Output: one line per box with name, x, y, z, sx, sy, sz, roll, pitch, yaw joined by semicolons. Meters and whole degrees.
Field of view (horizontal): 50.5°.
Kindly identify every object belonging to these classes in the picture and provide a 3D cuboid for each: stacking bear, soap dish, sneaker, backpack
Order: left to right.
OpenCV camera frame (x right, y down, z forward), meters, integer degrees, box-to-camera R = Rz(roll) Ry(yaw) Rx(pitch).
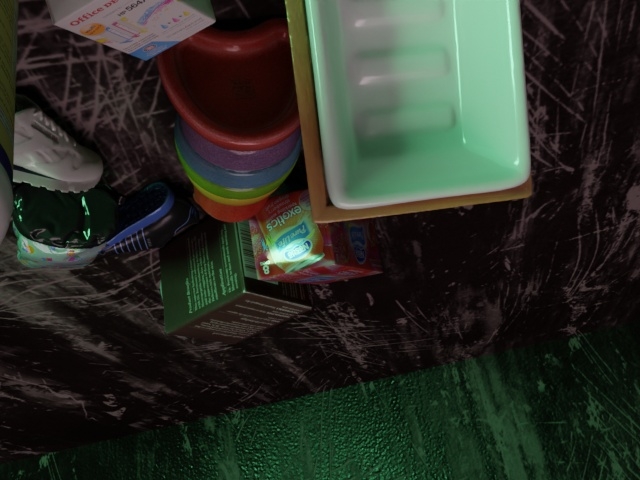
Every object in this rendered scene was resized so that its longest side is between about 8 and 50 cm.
sneaker;-0.350;-0.122;0.825;0.235;0.090;0.095;8;109;-62
backpack;-0.371;-0.020;0.961;0.152;0.115;0.182;12;166;-25
sneaker;-0.300;-0.010;1.074;0.232;0.081;0.090;-23;145;22
stacking bear;-0.106;-0.118;0.853;0.175;0.164;0.289;-6;159;-13
soap dish;0.083;-0.175;0.678;0.229;0.291;0.118;-8;-172;-9

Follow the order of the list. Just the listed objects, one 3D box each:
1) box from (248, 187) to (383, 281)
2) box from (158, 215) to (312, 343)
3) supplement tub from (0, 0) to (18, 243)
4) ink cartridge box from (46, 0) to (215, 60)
box;0.000;0.000;1.087;0.128;0.123;0.257;-12;171;19
box;-0.151;0.065;1.186;0.203;0.168;0.167;-28;150;33
supplement tub;-0.343;-0.149;0.478;0.241;0.331;0.241;-9;154;-4
ink cartridge box;-0.178;-0.234;0.601;0.092;0.090;0.143;-21;173;22
